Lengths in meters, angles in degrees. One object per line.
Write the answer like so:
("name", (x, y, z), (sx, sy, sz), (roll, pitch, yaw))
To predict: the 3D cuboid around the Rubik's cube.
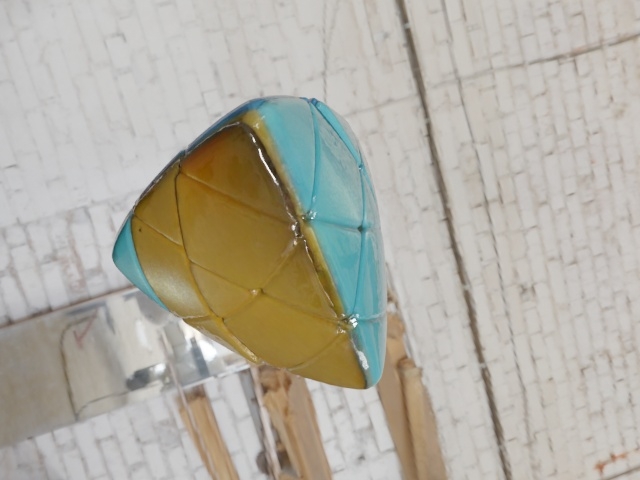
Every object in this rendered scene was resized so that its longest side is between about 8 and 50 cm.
("Rubik's cube", (0.000, 0.000, 0.612), (0.254, 0.254, 0.254), (162, -90, -80))
